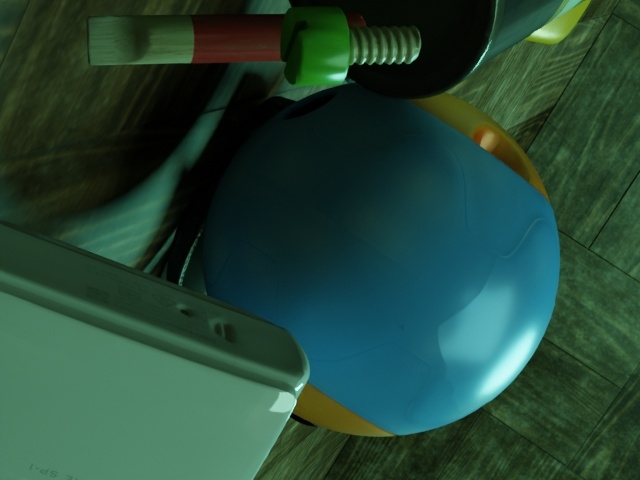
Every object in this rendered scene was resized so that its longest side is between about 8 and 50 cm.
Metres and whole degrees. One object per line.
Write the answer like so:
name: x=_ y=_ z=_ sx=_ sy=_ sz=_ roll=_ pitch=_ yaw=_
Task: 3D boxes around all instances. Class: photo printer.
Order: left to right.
photo printer: x=-0.186 y=0.159 z=0.909 sx=0.307 sy=0.256 sz=0.107 roll=-60 pitch=-159 yaw=20

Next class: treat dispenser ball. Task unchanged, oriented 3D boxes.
treat dispenser ball: x=0.049 y=0.014 z=1.091 sx=0.288 sy=0.288 sz=0.288 roll=-53 pitch=168 yaw=-16

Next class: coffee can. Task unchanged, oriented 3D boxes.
coffee can: x=0.128 y=-0.254 z=1.049 sx=0.275 sy=0.201 sz=0.201 roll=-35 pitch=157 yaw=-39

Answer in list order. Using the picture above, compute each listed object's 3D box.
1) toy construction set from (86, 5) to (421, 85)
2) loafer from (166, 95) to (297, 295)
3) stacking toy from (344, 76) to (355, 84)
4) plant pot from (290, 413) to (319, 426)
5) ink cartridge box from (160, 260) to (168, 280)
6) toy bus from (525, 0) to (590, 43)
toy construction set: x=-0.071 y=-0.204 z=0.553 sx=0.237 sy=0.257 sz=0.308 roll=-5 pitch=125 yaw=-17
loafer: x=-0.072 y=-0.027 z=1.228 sx=0.223 sy=0.076 sz=0.078 roll=-60 pitch=-152 yaw=6
stacking toy: x=0.047 y=-0.191 z=1.383 sx=0.221 sy=0.052 sz=0.167 roll=-38 pitch=157 yaw=-51
plant pot: x=-0.034 y=0.101 z=1.550 sx=0.188 sy=0.187 sz=0.167 roll=-52 pitch=179 yaw=-21
ink cartridge box: x=-0.112 y=0.011 z=1.348 sx=0.145 sy=0.045 sz=0.179 roll=21 pitch=85 yaw=-78
toy bus: x=0.247 y=-0.360 z=1.318 sx=0.108 sy=0.130 sz=0.332 roll=2 pitch=117 yaw=-44
